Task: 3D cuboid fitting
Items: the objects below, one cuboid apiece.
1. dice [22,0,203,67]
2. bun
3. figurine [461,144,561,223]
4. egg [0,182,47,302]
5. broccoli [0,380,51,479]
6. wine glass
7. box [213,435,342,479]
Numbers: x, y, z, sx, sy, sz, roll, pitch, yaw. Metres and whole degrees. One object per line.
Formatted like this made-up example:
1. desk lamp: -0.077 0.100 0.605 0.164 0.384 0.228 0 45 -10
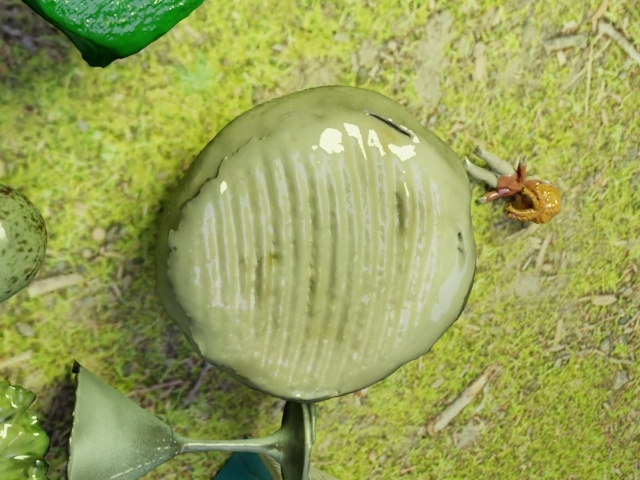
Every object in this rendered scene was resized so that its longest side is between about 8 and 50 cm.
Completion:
1. dice: -0.132 -0.185 0.456 0.120 0.128 0.131 -43 121 -6
2. bun: 0.000 0.000 0.592 0.239 0.141 0.239 -5 113 -12
3. figurine: 0.172 -0.049 0.715 0.109 0.047 0.064 27 126 -26
4. egg: -0.234 0.006 0.513 0.110 0.085 0.085 -27 121 -4
5. broccoli: -0.406 0.165 0.419 0.397 0.275 0.353 52 40 -39
6. wine glass: -0.100 0.153 0.603 0.183 0.122 0.122 3 110 -15
7. box: 0.007 0.271 0.711 0.194 0.139 0.073 35 93 -32
